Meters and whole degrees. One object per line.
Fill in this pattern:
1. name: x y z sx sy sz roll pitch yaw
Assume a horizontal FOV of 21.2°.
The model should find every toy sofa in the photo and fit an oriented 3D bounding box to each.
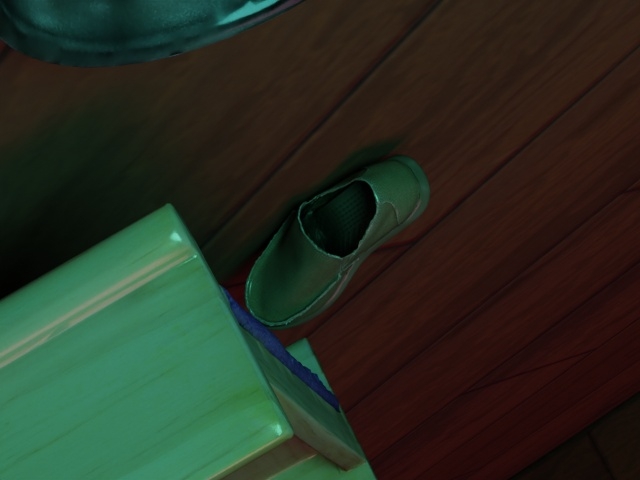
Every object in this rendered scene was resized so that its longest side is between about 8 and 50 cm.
1. toy sofa: -0.086 0.081 0.901 0.150 0.177 0.362 -29 164 2

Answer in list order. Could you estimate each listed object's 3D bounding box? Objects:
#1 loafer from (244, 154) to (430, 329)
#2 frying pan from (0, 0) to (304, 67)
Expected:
1. loafer: 0.000 0.000 1.021 0.148 0.056 0.050 -46 155 26
2. frying pan: -0.001 -0.158 0.525 0.197 0.053 0.326 -16 158 -36
